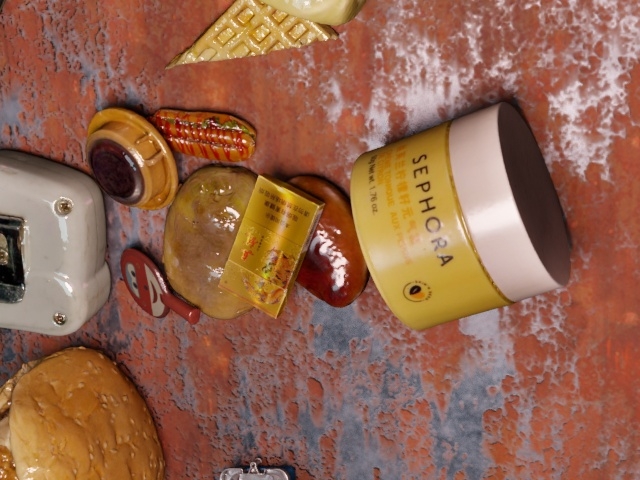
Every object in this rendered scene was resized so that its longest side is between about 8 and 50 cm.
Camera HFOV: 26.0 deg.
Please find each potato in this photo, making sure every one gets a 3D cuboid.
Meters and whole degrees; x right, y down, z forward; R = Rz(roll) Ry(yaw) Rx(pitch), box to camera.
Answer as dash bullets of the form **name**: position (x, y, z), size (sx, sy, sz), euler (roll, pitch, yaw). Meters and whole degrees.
- **potato**: position (-0.127, 0.009, 1.728), size (0.164, 0.081, 0.201), euler (9, 114, 11)

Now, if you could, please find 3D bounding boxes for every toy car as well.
- **toy car**: position (-0.075, 0.383, 1.844), size (0.097, 0.100, 0.191), euler (-2, 89, 16)

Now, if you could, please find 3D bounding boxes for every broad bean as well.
- **broad bean**: position (0.000, 0.000, 1.686), size (0.114, 0.084, 0.165), euler (-40, 90, 0)

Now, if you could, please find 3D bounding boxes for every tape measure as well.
- **tape measure**: position (-0.400, 0.012, 1.775), size (0.243, 0.125, 0.246), euler (5, 111, 13)

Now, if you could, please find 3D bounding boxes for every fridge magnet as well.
- **fridge magnet**: position (-0.236, -0.097, 1.712), size (0.143, 0.063, 0.143), euler (22, 133, 26)

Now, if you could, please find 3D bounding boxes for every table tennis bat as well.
- **table tennis bat**: position (-0.206, 0.065, 1.762), size (0.154, 0.019, 0.098), euler (30, 136, 38)

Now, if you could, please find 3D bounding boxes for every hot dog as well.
- **hot dog**: position (-0.149, -0.131, 1.703), size (0.144, 0.038, 0.062), euler (11, 112, 11)

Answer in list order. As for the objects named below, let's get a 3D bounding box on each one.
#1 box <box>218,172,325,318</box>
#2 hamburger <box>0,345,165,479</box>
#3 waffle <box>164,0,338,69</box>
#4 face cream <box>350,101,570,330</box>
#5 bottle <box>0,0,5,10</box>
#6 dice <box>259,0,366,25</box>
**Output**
- **box**: position (-0.060, 0.007, 1.658), size (0.089, 0.022, 0.156), euler (30, 111, 16)
- **hamburger**: position (-0.314, 0.274, 1.760), size (0.144, 0.283, 0.260), euler (-15, 112, 29)
- **waffle**: position (-0.086, -0.223, 1.662), size (0.125, 0.032, 0.191), euler (45, 116, -6)
- **face cream**: position (0.159, -0.025, 1.561), size (0.179, 0.218, 0.218), euler (-19, 103, 21)
- **bottle**: position (-0.551, -0.360, 1.665), size (0.346, 0.168, 0.169), euler (19, 113, 12)
- **dice**: position (-0.007, -0.346, 1.516), size (0.166, 0.169, 0.169), euler (25, 114, 4)
